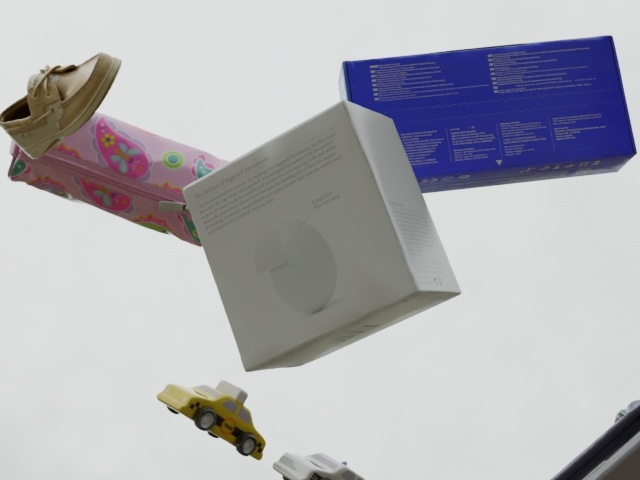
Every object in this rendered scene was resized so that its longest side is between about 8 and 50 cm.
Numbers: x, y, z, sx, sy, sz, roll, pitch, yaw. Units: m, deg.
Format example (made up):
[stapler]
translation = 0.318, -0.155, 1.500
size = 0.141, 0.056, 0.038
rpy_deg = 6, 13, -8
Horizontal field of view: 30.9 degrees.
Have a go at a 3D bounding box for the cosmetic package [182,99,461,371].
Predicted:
[cosmetic package]
translation = 0.000, 0.000, 1.286
size = 0.224, 0.224, 0.138
rpy_deg = -26, -14, 23

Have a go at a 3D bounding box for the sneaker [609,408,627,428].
[sneaker]
translation = 0.350, 0.175, 1.012
size = 0.179, 0.123, 0.295
rpy_deg = -2, -38, -21

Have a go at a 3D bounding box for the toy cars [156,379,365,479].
[toy cars]
translation = -0.066, 0.316, 1.796
size = 0.394, 0.087, 0.176
rpy_deg = 31, -11, 4

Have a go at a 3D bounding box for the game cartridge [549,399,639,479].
[game cartridge]
translation = 0.192, 0.268, 0.757
size = 0.355, 0.068, 0.230
rpy_deg = -40, -76, -2

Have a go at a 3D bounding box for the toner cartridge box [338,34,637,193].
[toner cartridge box]
translation = 0.205, -0.154, 1.457
size = 0.348, 0.165, 0.075
rpy_deg = -6, -15, -5

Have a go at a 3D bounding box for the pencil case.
[pencil case]
translation = -0.247, -0.085, 1.470
size = 0.284, 0.124, 0.124
rpy_deg = 21, -51, -2

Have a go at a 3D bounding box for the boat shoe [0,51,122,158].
[boat shoe]
translation = -0.248, -0.131, 1.078
size = 0.059, 0.063, 0.170
rpy_deg = 36, -43, -24
